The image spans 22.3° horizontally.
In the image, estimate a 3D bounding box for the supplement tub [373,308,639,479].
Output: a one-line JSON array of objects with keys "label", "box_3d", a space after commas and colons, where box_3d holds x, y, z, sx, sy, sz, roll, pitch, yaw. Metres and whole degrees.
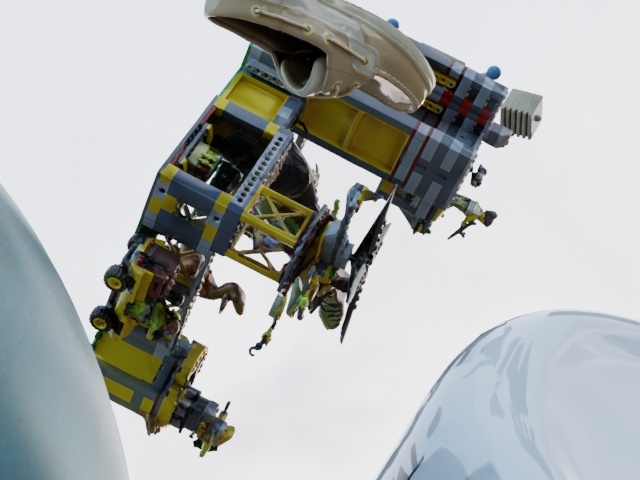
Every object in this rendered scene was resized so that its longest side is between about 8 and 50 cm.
[{"label": "supplement tub", "box_3d": [0.058, 0.196, 0.535, 0.193, 0.193, 0.316, 9, -57, -36]}]

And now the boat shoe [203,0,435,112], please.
[{"label": "boat shoe", "box_3d": [-0.004, -0.109, 0.924, 0.170, 0.059, 0.063, 31, -18, -36]}]

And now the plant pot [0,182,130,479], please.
[{"label": "plant pot", "box_3d": [-0.196, 0.043, 0.500, 0.290, 0.290, 0.195, -4, -63, -20]}]

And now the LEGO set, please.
[{"label": "LEGO set", "box_3d": [0.000, 0.000, 1.068, 0.192, 0.331, 0.255, 27, -58, 3]}]

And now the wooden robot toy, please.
[{"label": "wooden robot toy", "box_3d": [0.089, -0.110, 1.320, 0.173, 0.079, 0.076, 26, -40, 6]}]
